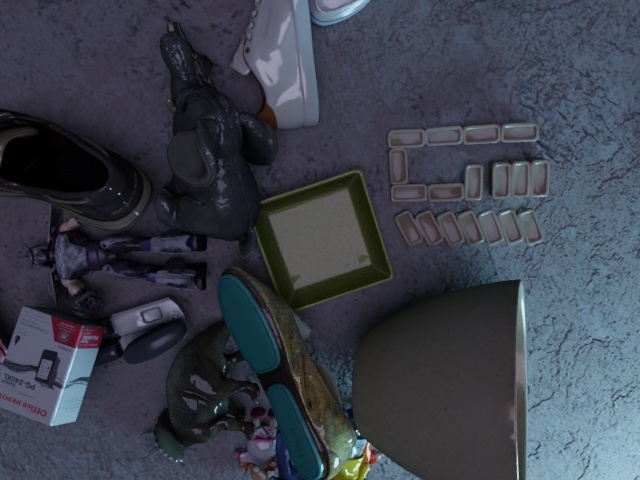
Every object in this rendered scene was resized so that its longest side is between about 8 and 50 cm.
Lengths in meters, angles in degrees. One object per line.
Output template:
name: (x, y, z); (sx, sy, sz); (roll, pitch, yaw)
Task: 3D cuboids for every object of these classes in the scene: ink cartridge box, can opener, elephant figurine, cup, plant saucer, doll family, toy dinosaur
ink cartridge box: (-0.402, 0.184, 0.893); (0.109, 0.063, 0.150); (15, 84, 13)
can opener: (-0.347, 0.165, 0.946); (0.284, 0.095, 0.075); (-18, 103, 0)
elephant figurine: (-0.148, -0.127, 0.824); (0.186, 0.169, 0.239); (11, 130, -5)
cup: (0.184, 0.222, 0.914); (0.237, 0.331, 0.330); (0, 104, 21)
plant saucer: (0.000, 0.000, 0.961); (0.189, 0.045, 0.188); (-19, 103, 0)
doll family: (-0.015, 0.378, 1.006); (0.263, 0.118, 0.163); (2, 102, -4)
toy dinosaur: (-0.184, 0.239, 0.964); (0.160, 0.121, 0.313); (8, 106, -20)

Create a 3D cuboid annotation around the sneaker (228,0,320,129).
sneaker: (-0.077, -0.300, 0.855); (0.123, 0.106, 0.290); (-8, 104, -5)

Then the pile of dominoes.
pile of dominoes: (0.235, -0.088, 0.975); (0.251, 0.040, 0.195); (-2, 103, 5)

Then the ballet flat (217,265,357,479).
ballet flat: (-0.045, 0.190, 0.926); (0.123, 0.123, 0.348); (-25, 87, 2)

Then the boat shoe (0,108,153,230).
boat shoe: (-0.404, -0.124, 0.825); (0.356, 0.130, 0.132); (16, 73, 6)

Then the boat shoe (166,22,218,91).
boat shoe: (-0.178, -0.249, 0.890); (0.049, 0.056, 0.152); (-23, 113, -4)

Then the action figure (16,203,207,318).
action figure: (-0.318, 0.022, 0.918); (0.285, 0.099, 0.185); (1, 109, -1)

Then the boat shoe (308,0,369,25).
boat shoe: (0.070, -0.398, 0.860); (0.226, 0.076, 0.083); (-41, 102, 5)

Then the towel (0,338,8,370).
towel: (-0.556, 0.153, 0.925); (0.144, 0.029, 0.197); (-15, 113, 22)
